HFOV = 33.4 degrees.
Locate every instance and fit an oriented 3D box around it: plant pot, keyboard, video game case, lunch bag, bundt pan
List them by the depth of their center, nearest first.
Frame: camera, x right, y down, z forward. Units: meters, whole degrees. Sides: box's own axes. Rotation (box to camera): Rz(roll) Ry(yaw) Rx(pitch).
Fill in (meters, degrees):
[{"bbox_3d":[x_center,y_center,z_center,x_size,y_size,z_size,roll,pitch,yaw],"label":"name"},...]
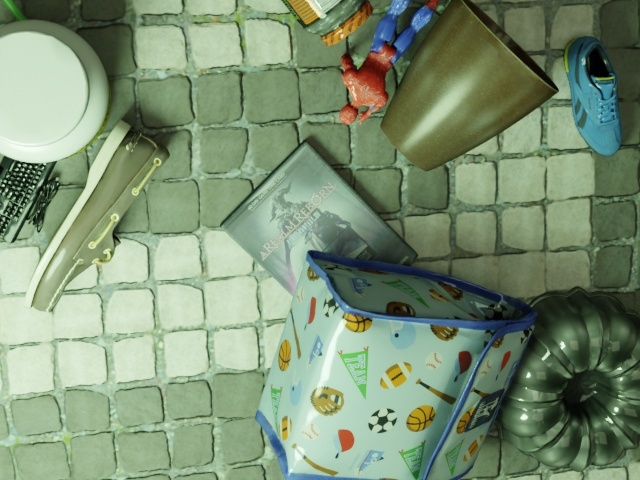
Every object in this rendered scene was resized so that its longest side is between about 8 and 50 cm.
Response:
[{"bbox_3d":[-0.451,-0.085,1.641,0.100,0.038,0.192,27,99,-15],"label":"keyboard"},{"bbox_3d":[0.209,-0.223,1.650,0.215,0.215,0.230,38,109,-16],"label":"plant pot"},{"bbox_3d":[0.136,0.222,1.712,0.385,0.239,0.328,10,112,-24],"label":"lunch bag"},{"bbox_3d":[0.000,0.000,1.749,0.196,0.026,0.274,-45,108,3],"label":"video game case"},{"bbox_3d":[0.451,0.254,1.842,0.331,0.124,0.331,-3,104,-10],"label":"bundt pan"}]

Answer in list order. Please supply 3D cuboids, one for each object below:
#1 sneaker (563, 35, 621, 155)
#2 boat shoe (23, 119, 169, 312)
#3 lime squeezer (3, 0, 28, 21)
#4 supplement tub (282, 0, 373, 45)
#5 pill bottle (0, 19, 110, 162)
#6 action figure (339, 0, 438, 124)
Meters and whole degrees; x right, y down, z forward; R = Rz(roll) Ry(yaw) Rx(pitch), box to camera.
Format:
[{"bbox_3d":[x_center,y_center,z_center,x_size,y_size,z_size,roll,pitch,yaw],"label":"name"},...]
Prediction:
[{"bbox_3d":[0.453,-0.230,1.741,0.069,0.082,0.209,-21,108,-6],"label":"sneaker"},{"bbox_3d":[-0.346,-0.023,1.638,0.096,0.116,0.324,29,92,-12],"label":"boat shoe"},{"bbox_3d":[-0.482,-0.462,1.541,0.110,0.059,0.310,-10,106,-39],"label":"lime squeezer"},{"bbox_3d":[-0.012,-0.393,1.598,0.117,0.117,0.190,-39,108,1],"label":"supplement tub"},{"bbox_3d":[-0.382,-0.199,1.458,0.188,0.334,0.188,-1,96,-10],"label":"pill bottle"},{"bbox_3d":[0.092,-0.291,1.667,0.091,0.139,0.280,33,74,-13],"label":"action figure"}]
